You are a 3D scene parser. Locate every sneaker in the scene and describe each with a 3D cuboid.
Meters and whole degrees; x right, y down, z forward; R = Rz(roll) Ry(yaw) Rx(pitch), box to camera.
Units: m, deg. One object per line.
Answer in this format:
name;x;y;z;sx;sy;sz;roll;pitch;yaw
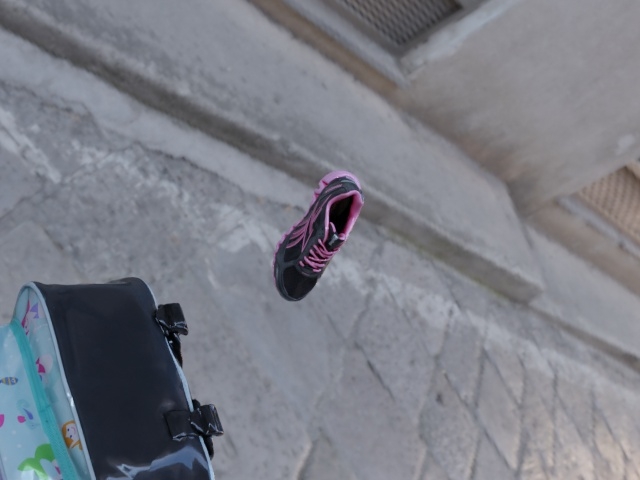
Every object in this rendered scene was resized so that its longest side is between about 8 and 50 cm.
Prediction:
sneaker;0.000;0.000;0.800;0.047;0.119;0.057;24;8;-22

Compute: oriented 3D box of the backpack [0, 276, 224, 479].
backpack;-0.210;0.178;0.793;0.191;0.253;0.225;-9;59;-30
